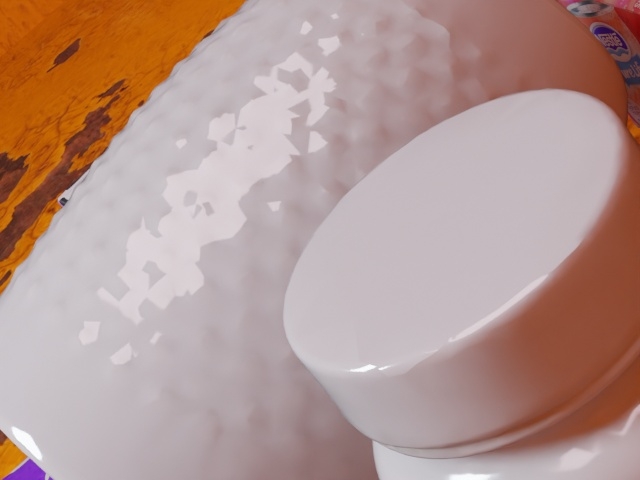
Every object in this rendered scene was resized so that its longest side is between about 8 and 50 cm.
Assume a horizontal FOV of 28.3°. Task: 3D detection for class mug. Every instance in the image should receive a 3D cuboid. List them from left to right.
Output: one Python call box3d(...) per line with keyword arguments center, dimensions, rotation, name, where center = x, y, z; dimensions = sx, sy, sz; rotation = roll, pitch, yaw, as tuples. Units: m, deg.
box3d(center=(0.000, 0.000, 0.755), dimensions=(0.328, 0.276, 0.374), rotation=(-55, 12, -1), name="mug")

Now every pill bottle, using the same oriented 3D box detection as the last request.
box3d(center=(0.123, 0.089, 0.489), dimensions=(0.161, 0.283, 0.161), rotation=(-30, 28, 18), name="pill bottle")

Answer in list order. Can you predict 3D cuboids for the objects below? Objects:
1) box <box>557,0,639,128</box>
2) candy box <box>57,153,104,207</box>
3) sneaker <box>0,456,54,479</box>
box3d(center=(0.328, -0.200, 0.842), dimensions=(0.300, 0.142, 0.154), rotation=(-40, 27, 0), name="box")
box3d(center=(-0.117, 0.014, 1.056), dimensions=(0.070, 0.165, 0.196), rotation=(-46, 26, -12), name="candy box")
box3d(center=(-0.288, 0.247, 0.931), dimensions=(0.102, 0.146, 0.293), rotation=(-3, 44, 50), name="sneaker")
